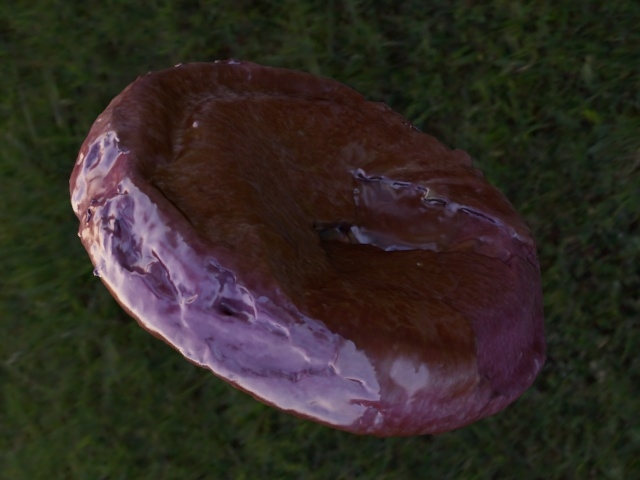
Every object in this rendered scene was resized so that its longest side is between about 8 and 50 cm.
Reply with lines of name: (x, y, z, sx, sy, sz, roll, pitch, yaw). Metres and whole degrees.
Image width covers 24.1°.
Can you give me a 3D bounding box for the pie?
pie: (0.000, 0.000, 0.537, 0.182, 0.182, 0.049, 38, 122, 17)
